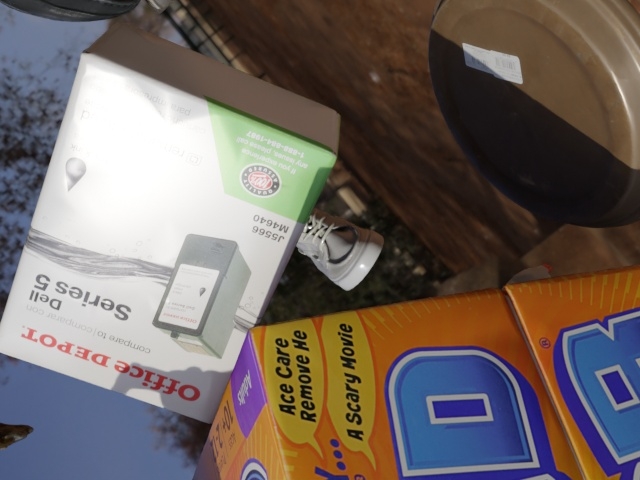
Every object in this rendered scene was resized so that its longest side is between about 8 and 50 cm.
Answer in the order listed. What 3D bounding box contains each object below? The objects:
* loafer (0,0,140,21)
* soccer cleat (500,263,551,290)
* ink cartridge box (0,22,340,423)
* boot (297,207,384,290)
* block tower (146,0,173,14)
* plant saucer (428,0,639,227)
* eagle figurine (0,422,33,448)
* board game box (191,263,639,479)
[{"bbox_3d":[-0.162,-0.171,0.453,0.223,0.078,0.076,16,-112,-57],"label":"loafer"},{"bbox_3d":[0.257,0.097,0.912,0.196,0.076,0.068,46,167,49],"label":"soccer cleat"},{"bbox_3d":[-0.126,-0.008,0.735,0.198,0.272,0.114,21,-156,-8],"label":"ink cartridge box"},{"bbox_3d":[0.000,0.000,1.298,0.123,0.095,0.258,32,172,-11],"label":"boot"},{"bbox_3d":[-0.058,-0.325,0.721,0.091,0.335,0.097,46,-177,-27],"label":"block tower"},{"bbox_3d":[0.189,-0.123,0.784,0.278,0.041,0.278,45,157,26],"label":"plant saucer"},{"bbox_3d":[-0.436,0.272,0.994,0.225,0.226,0.298,28,-169,-3],"label":"eagle figurine"},{"bbox_3d":[0.128,0.267,0.655,0.356,0.356,0.356,114,144,-56],"label":"board game box"}]
